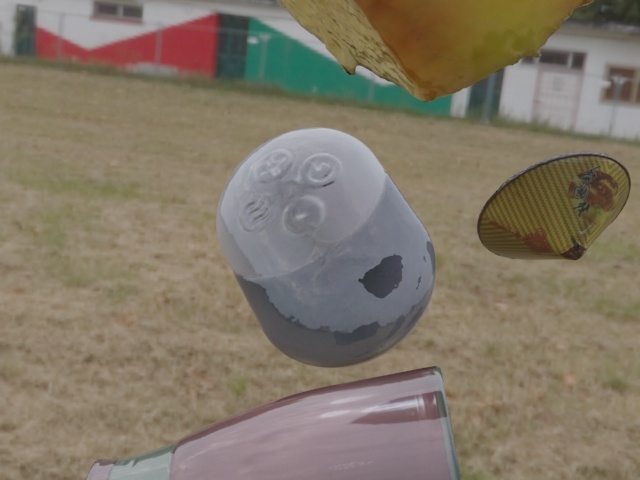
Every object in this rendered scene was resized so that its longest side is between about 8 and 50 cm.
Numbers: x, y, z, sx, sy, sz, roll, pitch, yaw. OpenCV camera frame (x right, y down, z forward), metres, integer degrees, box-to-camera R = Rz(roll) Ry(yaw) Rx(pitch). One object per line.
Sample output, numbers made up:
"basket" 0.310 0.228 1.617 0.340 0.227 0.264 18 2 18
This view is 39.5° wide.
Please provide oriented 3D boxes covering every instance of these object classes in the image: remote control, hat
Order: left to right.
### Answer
"remote control" 0.000 0.000 1.051 0.332 0.221 0.103 59 5 32
"hat" 0.290 -0.011 1.054 0.193 0.193 0.082 2 49 -22

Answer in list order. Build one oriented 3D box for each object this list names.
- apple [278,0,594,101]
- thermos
"apple" 0.083 -0.276 0.583 0.314 0.309 0.252 46 -1 4
"thermos" -0.030 0.186 0.639 0.265 0.146 0.176 -11 -23 7
